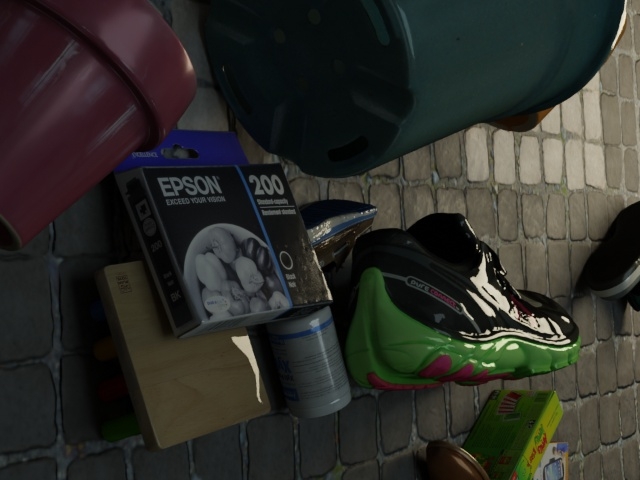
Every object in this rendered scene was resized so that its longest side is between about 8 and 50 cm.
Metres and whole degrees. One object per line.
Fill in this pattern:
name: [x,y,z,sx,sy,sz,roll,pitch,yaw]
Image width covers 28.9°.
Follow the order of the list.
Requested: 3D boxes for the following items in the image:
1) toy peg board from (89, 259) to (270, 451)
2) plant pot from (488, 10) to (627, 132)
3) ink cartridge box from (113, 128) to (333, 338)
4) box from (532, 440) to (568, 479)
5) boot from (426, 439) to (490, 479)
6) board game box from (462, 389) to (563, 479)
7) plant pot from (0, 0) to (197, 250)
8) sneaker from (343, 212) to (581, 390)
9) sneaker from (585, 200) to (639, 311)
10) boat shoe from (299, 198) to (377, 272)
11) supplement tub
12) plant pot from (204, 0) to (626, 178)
toy peg board: [-0.143,0.102,1.113,0.161,0.079,0.160,-9,78,-57]
plant pot: [0.272,-0.255,1.645,0.188,0.205,0.205,-57,133,-20]
ink cartridge box: [-0.093,-0.021,1.148,0.206,0.045,0.208,-6,70,-56]
box: [0.318,0.331,1.781,0.136,0.028,0.081,11,78,-56]
boot: [0.152,0.356,1.503,0.152,0.073,0.197,-48,122,-41]
board game box: [0.242,0.268,1.619,0.181,0.092,0.043,-51,127,-45]
plant pot: [-0.223,-0.101,0.917,0.180,0.201,0.201,-57,133,-21]
sneaker: [0.180,0.068,1.464,0.483,0.185,0.202,11,70,-64]
sneaker: [0.532,0.066,2.043,0.295,0.124,0.178,-44,112,-49]
boat shoe: [0.000,0.000,1.332,0.183,0.066,0.066,-21,117,-53]
supplement tub: [-0.012,0.122,1.287,0.071,0.071,0.107,-31,112,-52]
plant pot: [0.084,-0.235,1.264,0.334,0.341,0.341,-33,114,-43]
